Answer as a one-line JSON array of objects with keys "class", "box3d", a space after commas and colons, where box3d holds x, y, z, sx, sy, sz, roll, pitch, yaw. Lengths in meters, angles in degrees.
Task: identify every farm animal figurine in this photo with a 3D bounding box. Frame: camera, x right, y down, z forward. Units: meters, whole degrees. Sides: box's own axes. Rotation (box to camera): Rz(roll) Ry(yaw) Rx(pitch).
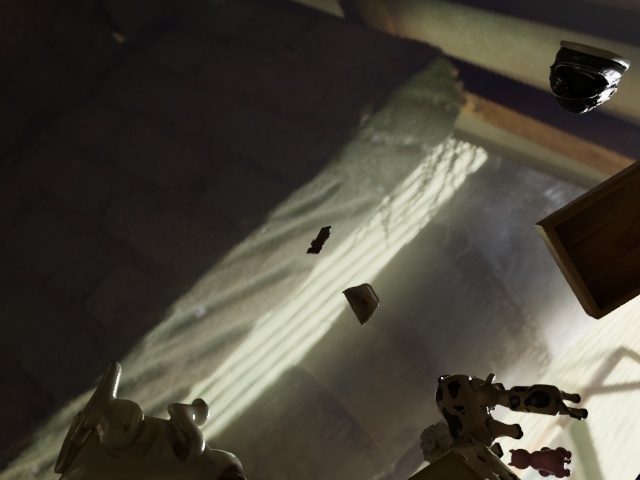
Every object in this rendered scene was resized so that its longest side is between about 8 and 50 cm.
[{"class": "farm animal figurine", "box3d": [0.306, 0.354, 1.694, 0.172, 0.330, 0.327, 15, 19, -27]}]

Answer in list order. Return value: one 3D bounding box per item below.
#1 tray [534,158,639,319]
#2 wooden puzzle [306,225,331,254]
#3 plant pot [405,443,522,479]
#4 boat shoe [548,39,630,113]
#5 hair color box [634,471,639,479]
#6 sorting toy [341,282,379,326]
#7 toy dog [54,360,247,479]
[{"class": "tray", "box3d": [0.625, -0.050, 1.668, 0.203, 0.411, 0.076, 59, 1, -5]}, {"class": "wooden puzzle", "box3d": [0.000, 0.000, 1.468, 0.006, 0.049, 0.083, 30, -10, -13]}, {"class": "plant pot", "box3d": [0.214, 0.421, 1.343, 0.212, 0.187, 0.212, 42, 14, 28]}, {"class": "boat shoe", "box3d": [0.468, -0.283, 1.627, 0.127, 0.113, 0.340, 20, 9, 7]}, {"class": "hair color box", "box3d": [0.708, 0.383, 1.642, 0.110, 0.339, 0.185, 32, -14, 44]}, {"class": "sorting toy", "box3d": [0.093, 0.122, 1.852, 0.083, 0.045, 0.075, 61, -33, 13]}, {"class": "toy dog", "box3d": [-0.332, 0.497, 1.913, 0.407, 0.285, 0.395, 26, 28, -15]}]
